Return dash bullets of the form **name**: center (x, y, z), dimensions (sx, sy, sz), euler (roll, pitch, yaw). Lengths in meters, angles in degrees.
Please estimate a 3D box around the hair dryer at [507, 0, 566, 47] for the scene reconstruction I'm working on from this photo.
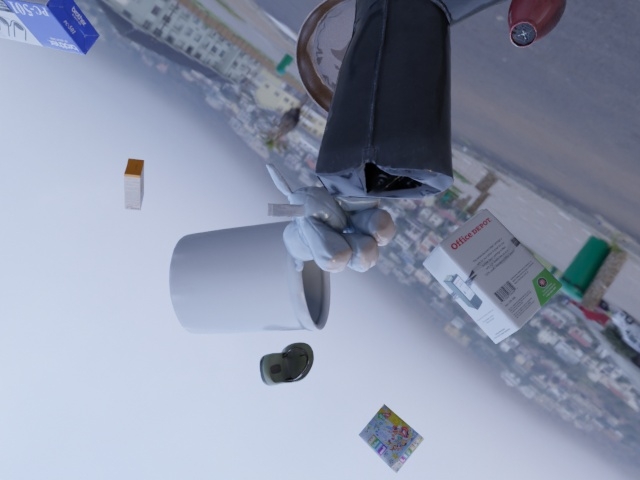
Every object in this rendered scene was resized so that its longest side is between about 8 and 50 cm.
- **hair dryer**: center (0.337, -0.403, 0.825), dimensions (0.080, 0.293, 0.223), euler (24, 176, 15)

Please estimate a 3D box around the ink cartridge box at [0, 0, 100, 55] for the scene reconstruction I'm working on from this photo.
- **ink cartridge box**: center (-0.450, -0.349, 0.879), dimensions (0.207, 0.046, 0.097), euler (17, 158, 22)

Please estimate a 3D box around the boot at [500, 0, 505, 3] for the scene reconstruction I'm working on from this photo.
- **boot**: center (0.364, -0.604, 1.266), dimensions (0.096, 0.264, 0.280), euler (68, -166, 4)

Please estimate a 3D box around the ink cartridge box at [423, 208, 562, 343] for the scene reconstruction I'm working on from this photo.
- **ink cartridge box**: center (0.452, 0.089, 1.521), dimensions (0.289, 0.211, 0.121), euler (49, 151, 13)

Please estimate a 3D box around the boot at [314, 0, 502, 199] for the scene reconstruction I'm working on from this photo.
- **boot**: center (0.191, -0.283, 0.898), dimensions (0.367, 0.444, 0.146), euler (-7, 148, 35)

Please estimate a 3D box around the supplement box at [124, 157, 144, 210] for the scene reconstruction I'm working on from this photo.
- **supplement box**: center (-0.412, -0.123, 1.268), dimensions (0.036, 0.098, 0.062), euler (5, -139, -12)

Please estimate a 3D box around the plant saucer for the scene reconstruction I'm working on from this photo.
- **plant saucer**: center (0.102, -0.381, 1.210), dimensions (0.311, 0.311, 0.050), euler (35, -136, -14)

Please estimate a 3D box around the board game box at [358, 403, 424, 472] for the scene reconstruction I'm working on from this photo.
- **board game box**: center (0.170, 0.478, 1.396), dimensions (0.026, 0.103, 0.154), euler (46, 170, -27)

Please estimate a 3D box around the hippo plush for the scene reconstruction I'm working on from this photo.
- **hippo plush**: center (0.000, 0.000, 1.303), dimensions (0.295, 0.236, 0.234), euler (5, -119, -16)

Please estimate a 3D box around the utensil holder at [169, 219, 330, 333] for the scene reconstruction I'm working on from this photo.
- **utensil holder**: center (-0.194, 0.108, 1.665), dimensions (0.386, 0.327, 0.328), euler (-5, -179, 14)

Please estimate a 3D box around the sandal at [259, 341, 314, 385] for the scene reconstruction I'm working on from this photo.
- **sandal**: center (-0.084, 0.383, 1.771), dimensions (0.303, 0.086, 0.120), euler (-1, -108, -67)
